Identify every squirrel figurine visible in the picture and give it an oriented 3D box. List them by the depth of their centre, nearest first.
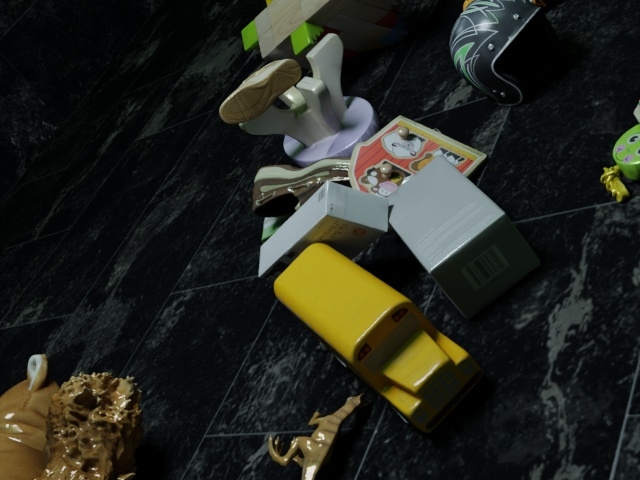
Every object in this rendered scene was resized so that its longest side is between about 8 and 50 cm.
[{"bbox_3d":[-0.420,0.341,1.476,0.397,0.281,0.370,-16,23,15],"label":"squirrel figurine"}]

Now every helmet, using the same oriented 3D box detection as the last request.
[{"bbox_3d":[0.286,-0.313,1.573,0.169,0.161,0.169,-31,29,19],"label":"helmet"}]

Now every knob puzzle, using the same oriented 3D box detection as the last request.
[{"bbox_3d":[0.127,-0.112,1.499,0.213,0.030,0.213,-4,47,4],"label":"knob puzzle"}]

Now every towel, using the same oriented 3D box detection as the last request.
[{"bbox_3d":[-0.053,-0.064,1.801,0.113,0.023,0.152,-29,32,26],"label":"towel"}]

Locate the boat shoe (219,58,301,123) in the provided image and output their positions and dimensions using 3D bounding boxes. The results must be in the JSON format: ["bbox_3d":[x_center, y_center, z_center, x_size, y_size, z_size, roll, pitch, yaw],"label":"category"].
[{"bbox_3d":[-0.112,-0.270,1.792,0.170,0.063,0.059,-34,26,-7],"label":"boat shoe"}]

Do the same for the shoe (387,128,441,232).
[{"bbox_3d":[0.137,-0.099,1.542,0.058,0.076,0.219,-23,29,42],"label":"shoe"}]

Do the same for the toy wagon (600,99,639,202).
[{"bbox_3d":[0.490,-0.168,1.202,0.344,0.068,0.267,-32,28,16],"label":"toy wagon"}]

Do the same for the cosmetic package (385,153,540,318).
[{"bbox_3d":[0.179,-0.012,1.337,0.127,0.107,0.238,-38,24,6],"label":"cosmetic package"}]

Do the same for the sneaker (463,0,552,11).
[{"bbox_3d":[0.348,-0.416,1.751,0.215,0.084,0.083,-21,47,40],"label":"sneaker"}]

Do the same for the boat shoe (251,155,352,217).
[{"bbox_3d":[-0.008,-0.075,1.678,0.257,0.095,0.095,-4,58,38],"label":"boat shoe"}]

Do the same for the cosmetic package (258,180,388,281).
[{"bbox_3d":[0.000,0.000,1.449,0.239,0.099,0.060,137,140,-55],"label":"cosmetic package"}]

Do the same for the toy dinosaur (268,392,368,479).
[{"bbox_3d":[-0.009,0.264,1.209,0.112,0.064,0.211,-13,38,40],"label":"toy dinosaur"}]

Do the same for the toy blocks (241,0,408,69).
[{"bbox_3d":[0.059,-0.458,2.002,0.381,0.261,0.191,-31,64,44],"label":"toy blocks"}]

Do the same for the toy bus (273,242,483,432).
[{"bbox_3d":[0.064,0.114,1.263,0.108,0.130,0.332,-44,27,-6],"label":"toy bus"}]

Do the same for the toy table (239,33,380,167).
[{"bbox_3d":[-0.020,-0.250,1.876,0.252,0.161,0.274,-52,30,-20],"label":"toy table"}]
